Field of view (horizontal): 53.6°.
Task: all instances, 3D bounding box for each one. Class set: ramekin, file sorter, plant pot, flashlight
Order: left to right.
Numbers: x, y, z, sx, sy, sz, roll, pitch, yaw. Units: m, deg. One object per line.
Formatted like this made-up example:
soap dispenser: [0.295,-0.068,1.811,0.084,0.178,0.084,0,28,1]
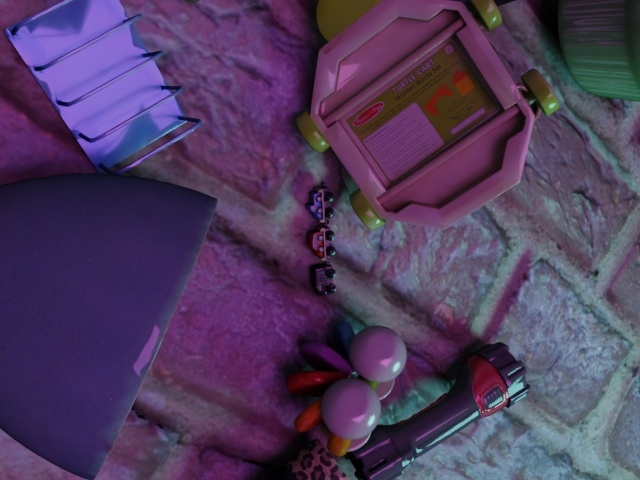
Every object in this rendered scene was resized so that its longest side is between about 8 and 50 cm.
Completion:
plant pot: [-0.248,0.053,0.606,0.195,0.290,0.290,24,90,-13]
file sorter: [-0.217,-0.166,0.650,0.118,0.104,0.170,-35,116,-16]
flashlight: [0.177,0.266,0.978,0.304,0.103,0.103,-26,147,-16]
ramekin: [0.489,-0.350,0.938,0.303,0.148,0.304,-11,109,-35]

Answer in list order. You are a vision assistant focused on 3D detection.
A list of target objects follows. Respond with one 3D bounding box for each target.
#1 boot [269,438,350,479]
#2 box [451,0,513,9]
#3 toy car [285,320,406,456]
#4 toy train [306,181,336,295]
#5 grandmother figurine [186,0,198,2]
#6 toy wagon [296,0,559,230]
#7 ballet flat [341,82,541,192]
boot: [-0.027,0.486,0.899,0.284,0.138,0.377,-38,111,-15]
box: [0.177,-0.445,0.816,0.295,0.073,0.293,-23,113,-22]
toy car: [0.028,0.188,0.857,0.136,0.159,0.182,26,64,11]
toy train: [0.000,0.000,0.854,0.036,0.027,0.158,-6,106,-16]
grandmother figurine: [-0.096,-0.439,0.659,0.342,0.104,0.208,-62,148,-5]
toy wagon: [0.101,-0.187,0.763,0.267,0.068,0.344,-34,95,17]
ballet flat: [0.175,-0.147,0.865,0.316,0.106,0.108,-29,113,-19]
